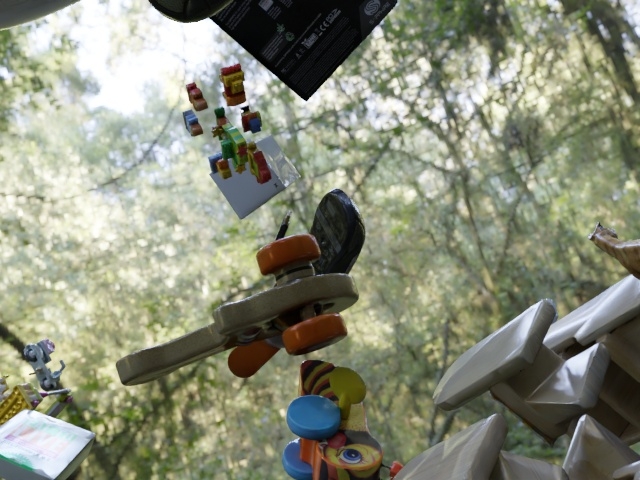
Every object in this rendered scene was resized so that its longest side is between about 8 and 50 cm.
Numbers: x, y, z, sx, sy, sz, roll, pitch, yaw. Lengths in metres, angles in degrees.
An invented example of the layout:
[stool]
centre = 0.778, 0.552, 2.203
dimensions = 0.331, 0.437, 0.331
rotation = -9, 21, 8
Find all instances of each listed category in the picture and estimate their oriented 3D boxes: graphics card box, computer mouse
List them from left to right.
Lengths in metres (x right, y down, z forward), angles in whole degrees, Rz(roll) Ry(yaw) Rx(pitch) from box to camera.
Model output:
[graphics card box]
centre = -0.082, -0.419, 1.358
dimensions = 0.233, 0.371, 0.094
rotation = -44, 12, 33
[computer mouse]
centre = 0.000, 0.000, 1.401
dimensions = 0.060, 0.184, 0.262
rotation = -6, -45, -30

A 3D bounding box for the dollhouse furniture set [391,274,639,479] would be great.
[dollhouse furniture set]
centre = 0.263, 0.229, 0.831
dimensions = 0.394, 0.362, 0.256
rotation = -54, 4, -41

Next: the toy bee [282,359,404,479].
[toy bee]
centre = 0.028, 0.279, 1.150
dimensions = 0.162, 0.298, 0.195
rotation = 9, -40, 3

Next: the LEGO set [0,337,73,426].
[LEGO set]
centre = -0.497, 0.257, 1.396
dimensions = 0.287, 0.132, 0.107
rotation = -23, -12, 26

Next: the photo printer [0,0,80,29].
[photo printer]
centre = -0.343, -0.335, 0.947
dimensions = 0.256, 0.307, 0.107
rotation = -43, -34, -36

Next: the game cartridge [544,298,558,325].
[game cartridge]
centre = 0.281, 0.121, 1.147
dimensions = 0.056, 0.017, 0.083
rotation = -78, 11, -69

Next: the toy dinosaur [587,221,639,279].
[toy dinosaur]
centre = 0.285, 0.015, 0.722
dimensions = 0.064, 0.112, 0.211
rotation = -57, 7, -9

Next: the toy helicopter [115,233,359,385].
[toy helicopter]
centre = -0.114, 0.123, 1.225
dimensions = 0.355, 0.140, 0.235
rotation = -22, -13, 10

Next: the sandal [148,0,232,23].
[sandal]
centre = -0.043, -0.320, 0.841
dimensions = 0.302, 0.120, 0.086
rotation = -33, 2, 6

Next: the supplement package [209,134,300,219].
[supplement package]
centre = -0.119, -0.122, 1.657
dimensions = 0.105, 0.105, 0.179
rotation = -34, 5, 12

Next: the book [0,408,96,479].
[book]
centre = -0.329, 0.241, 1.016
dimensions = 0.096, 0.035, 0.144
rotation = 23, 7, 0

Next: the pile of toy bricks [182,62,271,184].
[pile of toy bricks]
centre = -0.137, -0.159, 1.390
dimensions = 0.118, 0.105, 0.212
rotation = -23, -43, -16
